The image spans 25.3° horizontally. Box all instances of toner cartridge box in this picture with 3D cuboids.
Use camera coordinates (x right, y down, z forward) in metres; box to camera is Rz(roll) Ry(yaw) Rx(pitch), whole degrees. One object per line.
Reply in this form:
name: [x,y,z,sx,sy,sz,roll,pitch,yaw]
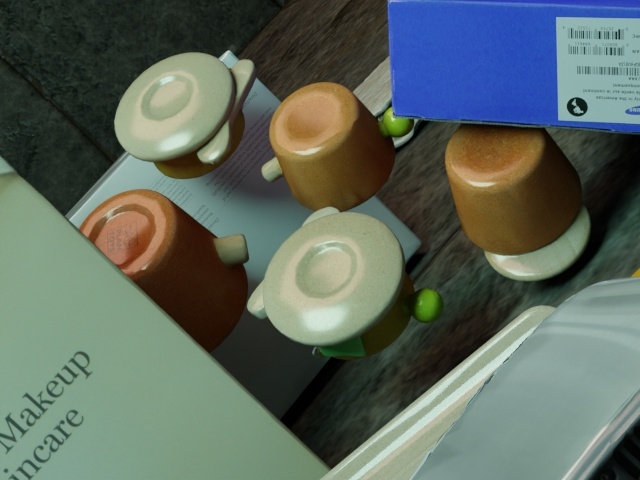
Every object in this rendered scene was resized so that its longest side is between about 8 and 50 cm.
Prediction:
toner cartridge box: [0.168,-0.170,0.899,0.165,0.075,0.348,7,29,18]

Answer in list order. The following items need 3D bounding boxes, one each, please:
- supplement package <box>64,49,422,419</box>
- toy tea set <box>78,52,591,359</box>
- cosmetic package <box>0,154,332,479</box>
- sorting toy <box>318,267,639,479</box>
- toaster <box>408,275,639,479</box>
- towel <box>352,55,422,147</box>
supplement package: [-0.077,0.011,1.066,0.194,0.203,0.149,-50,10,-21]
toy tea set: [0.000,0.000,0.889,0.336,0.124,0.200,10,63,31]
cosmetic package: [-0.147,0.098,0.790,0.160,0.309,0.113,-50,13,-17]
sorting toy: [0.066,0.131,0.630,0.347,0.047,0.196,-41,17,13]
toaster: [0.095,0.107,0.437,0.227,0.129,0.146,-51,10,-9]
towel: [0.048,-0.119,1.434,0.282,0.049,0.187,-41,12,21]
